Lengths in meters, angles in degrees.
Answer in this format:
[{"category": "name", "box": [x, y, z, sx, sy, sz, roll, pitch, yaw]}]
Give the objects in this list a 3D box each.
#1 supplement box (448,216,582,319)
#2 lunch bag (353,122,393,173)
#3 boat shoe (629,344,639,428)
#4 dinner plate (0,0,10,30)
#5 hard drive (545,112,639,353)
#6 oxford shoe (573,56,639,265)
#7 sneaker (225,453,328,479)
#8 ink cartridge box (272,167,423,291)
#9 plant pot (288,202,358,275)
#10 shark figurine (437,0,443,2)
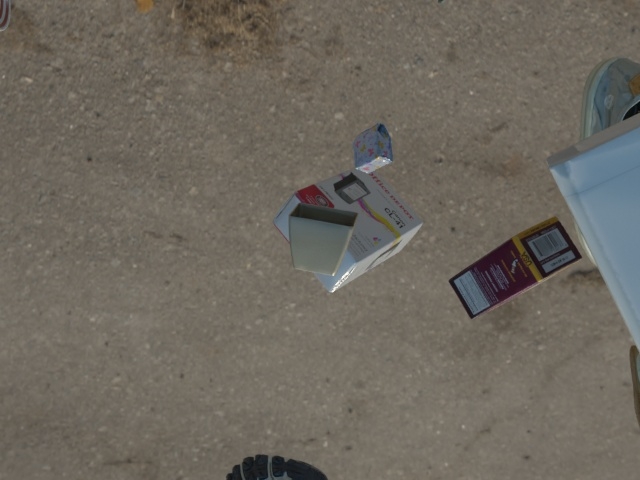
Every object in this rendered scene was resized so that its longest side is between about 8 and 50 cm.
[{"category": "supplement box", "box": [0.311, 0.048, 1.119, 0.104, 0.081, 0.188, -21, 165, -32]}, {"category": "lunch bag", "box": [0.106, -0.188, 1.389, 0.053, 0.083, 0.071, 12, 153, -43]}, {"category": "boat shoe", "box": [0.537, 0.250, 1.106, 0.059, 0.063, 0.170, -7, 101, 15]}, {"category": "dinner plate", "box": [-0.363, -0.293, 0.727, 0.017, 0.141, 0.141, -9, 135, -5]}, {"category": "hard drive", "box": [0.348, 0.023, 0.568, 0.203, 0.040, 0.307, -26, 103, 19]}, {"category": "oxford shoe", "box": [0.576, -0.120, 1.302, 0.169, 0.130, 0.449, -27, 124, -24]}, {"category": "sneaker", "box": [-0.056, 0.319, 0.749, 0.122, 0.110, 0.283, 11, 133, -33]}, {"category": "ink cartridge box", "box": [0.071, -0.041, 1.665, 0.306, 0.226, 0.131, -29, 163, -47]}, {"category": "plant pot", "box": [0.000, 0.000, 1.184, 0.109, 0.109, 0.096, 11, 106, 5]}, {"category": "shark figurine", "box": [0.208, -0.464, 1.062, 0.116, 0.278, 0.166, -2, 125, -30]}]
